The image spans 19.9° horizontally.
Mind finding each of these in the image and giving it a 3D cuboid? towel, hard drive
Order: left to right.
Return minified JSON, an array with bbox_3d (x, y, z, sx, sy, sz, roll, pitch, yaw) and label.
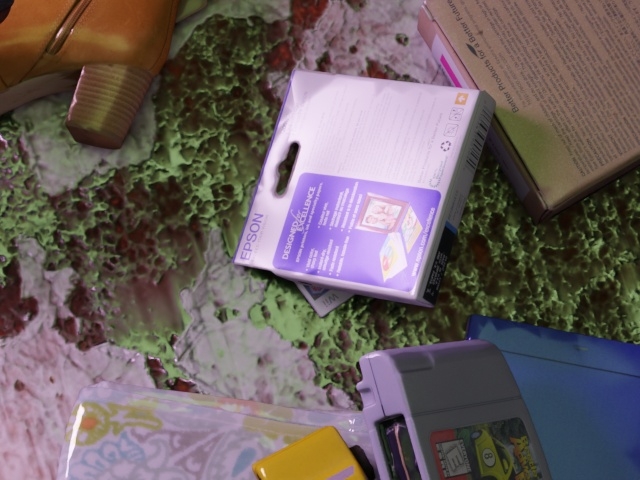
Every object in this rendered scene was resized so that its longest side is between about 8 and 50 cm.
[{"bbox_3d":[-0.086,0.313,1.593,0.320,0.090,0.375,7,68,2],"label":"towel"},{"bbox_3d":[0.213,0.243,1.672,0.210,0.040,0.319,11,78,-1],"label":"hard drive"}]

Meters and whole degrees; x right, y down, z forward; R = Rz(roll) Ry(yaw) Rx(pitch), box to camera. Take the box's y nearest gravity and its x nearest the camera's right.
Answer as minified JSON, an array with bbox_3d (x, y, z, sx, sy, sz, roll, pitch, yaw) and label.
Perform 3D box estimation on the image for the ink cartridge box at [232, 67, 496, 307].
[{"bbox_3d":[0.039,-0.052,1.688,0.208,0.045,0.206,11,76,32],"label":"ink cartridge box"}]

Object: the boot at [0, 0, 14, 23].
[{"bbox_3d":[-0.401,-0.114,1.605,0.264,0.280,0.096,-12,45,-21],"label":"boot"}]

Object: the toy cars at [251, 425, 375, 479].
[{"bbox_3d":[-0.003,0.336,1.490,0.176,0.087,0.394,11,69,4],"label":"toy cars"}]

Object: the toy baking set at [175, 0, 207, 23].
[{"bbox_3d":[-0.091,-0.331,1.781,0.196,0.030,0.256,-3,75,1],"label":"toy baking set"}]

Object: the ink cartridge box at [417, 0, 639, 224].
[{"bbox_3d":[0.231,-0.163,1.731,0.193,0.088,0.235,-29,82,-7],"label":"ink cartridge box"}]

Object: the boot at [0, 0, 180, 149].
[{"bbox_3d":[-0.283,-0.218,1.713,0.295,0.104,0.211,16,75,1],"label":"boot"}]

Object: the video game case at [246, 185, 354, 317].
[{"bbox_3d":[0.000,0.000,1.726,0.087,0.011,0.122,-35,83,-9],"label":"video game case"}]

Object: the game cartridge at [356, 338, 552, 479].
[{"bbox_3d":[0.135,0.230,1.560,0.060,0.196,0.294,-21,79,31],"label":"game cartridge"}]
